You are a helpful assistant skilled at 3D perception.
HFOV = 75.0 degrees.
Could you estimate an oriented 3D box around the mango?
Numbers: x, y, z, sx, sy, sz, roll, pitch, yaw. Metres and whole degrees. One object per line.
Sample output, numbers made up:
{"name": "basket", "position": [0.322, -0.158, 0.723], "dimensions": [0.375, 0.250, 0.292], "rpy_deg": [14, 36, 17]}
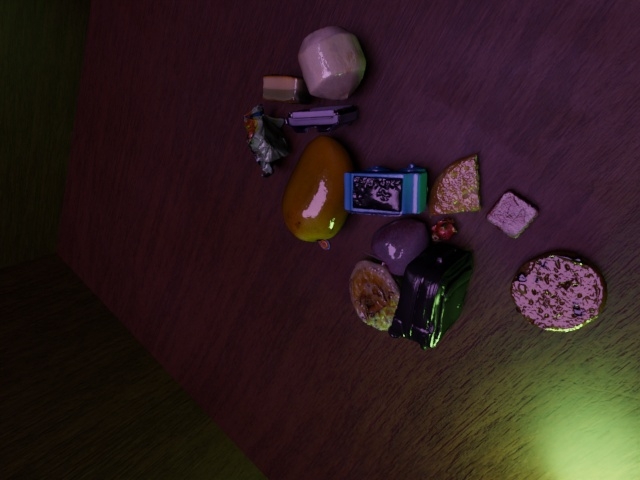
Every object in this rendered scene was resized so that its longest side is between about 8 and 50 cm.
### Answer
{"name": "mango", "position": [-0.005, -0.206, 1.727], "dimensions": [0.299, 0.232, 0.446], "rpy_deg": [24, 108, 29]}

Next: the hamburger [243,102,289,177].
{"name": "hamburger", "position": [-0.218, -0.429, 1.808], "dimensions": [0.150, 0.261, 0.276], "rpy_deg": [-12, 135, 10]}

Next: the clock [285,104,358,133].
{"name": "clock", "position": [0.007, -0.481, 1.652], "dimensions": [0.253, 0.186, 0.084], "rpy_deg": [7, 114, 30]}

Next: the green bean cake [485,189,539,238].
{"name": "green bean cake", "position": [0.663, -0.093, 1.444], "dimensions": [0.135, 0.056, 0.135], "rpy_deg": [40, 121, 15]}

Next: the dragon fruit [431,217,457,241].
{"name": "dragon fruit", "position": [0.458, -0.037, 1.556], "dimensions": [0.086, 0.116, 0.081], "rpy_deg": [-34, 91, 43]}

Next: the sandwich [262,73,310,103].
{"name": "sandwich", "position": [-0.100, -0.605, 1.675], "dimensions": [0.220, 0.186, 0.108], "rpy_deg": [24, 117, 44]}

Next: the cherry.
{"name": "cherry", "position": [0.309, 0.026, 1.626], "dimensions": [0.266, 0.183, 0.213], "rpy_deg": [-40, 97, 21]}

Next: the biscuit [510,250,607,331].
{"name": "biscuit", "position": [0.810, 0.174, 1.427], "dimensions": [0.295, 0.075, 0.296], "rpy_deg": [8, 104, 32]}

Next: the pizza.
{"name": "pizza", "position": [0.506, -0.176, 1.516], "dimensions": [0.197, 0.058, 0.292], "rpy_deg": [37, 123, 16]}

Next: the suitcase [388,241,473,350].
{"name": "suitcase", "position": [0.410, 0.183, 1.518], "dimensions": [0.188, 0.345, 0.340], "rpy_deg": [20, 116, 32]}

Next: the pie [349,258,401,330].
{"name": "pie", "position": [0.243, 0.240, 1.765], "dimensions": [0.339, 0.077, 0.339], "rpy_deg": [28, 133, 35]}

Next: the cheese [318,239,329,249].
{"name": "cheese", "position": [0.000, 0.000, 1.911], "dimensions": [0.111, 0.017, 0.047], "rpy_deg": [42, 120, 14]}

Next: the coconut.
{"name": "coconut", "position": [0.045, -0.639, 1.548], "dimensions": [0.244, 0.245, 0.248], "rpy_deg": [-11, 100, 34]}

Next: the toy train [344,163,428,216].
{"name": "toy train", "position": [0.244, -0.186, 1.549], "dimensions": [0.300, 0.265, 0.188], "rpy_deg": [5, 105, 29]}
